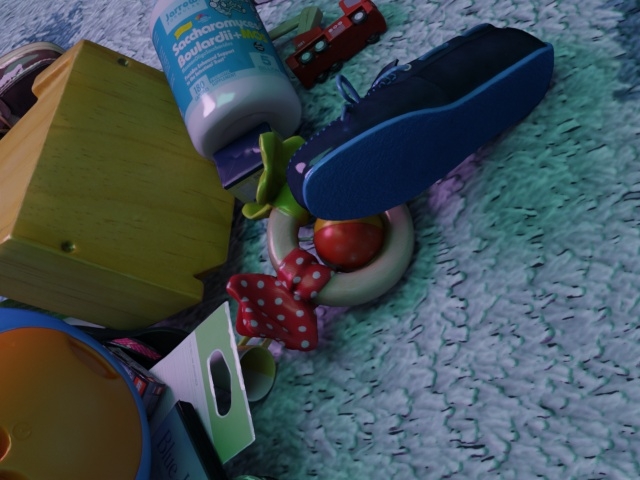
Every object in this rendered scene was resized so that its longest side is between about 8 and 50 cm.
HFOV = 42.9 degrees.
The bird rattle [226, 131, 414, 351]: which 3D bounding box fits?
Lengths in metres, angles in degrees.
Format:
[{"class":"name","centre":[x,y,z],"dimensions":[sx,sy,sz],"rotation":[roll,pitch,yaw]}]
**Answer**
[{"class":"bird rattle","centre":[0.000,0.000,0.895],"dimensions":[0.207,0.143,0.253],"rotation":[-5,55,3]}]

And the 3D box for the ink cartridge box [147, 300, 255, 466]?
[{"class":"ink cartridge box","centre":[-0.143,0.200,0.880],"dimensions":[0.235,0.056,0.171],"rotation":[-39,47,26]}]

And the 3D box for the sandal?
[{"class":"sandal","centre":[-0.228,0.136,0.967],"dimensions":[0.179,0.067,0.040],"rotation":[3,29,0]}]

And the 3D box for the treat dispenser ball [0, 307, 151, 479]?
[{"class":"treat dispenser ball","centre":[-0.302,0.206,0.752],"dimensions":[0.288,0.288,0.288],"rotation":[-16,56,25]}]

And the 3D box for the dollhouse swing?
[{"class":"dollhouse swing","centre":[-0.319,-0.026,1.090],"dimensions":[0.305,0.315,0.346],"rotation":[-49,29,42]}]

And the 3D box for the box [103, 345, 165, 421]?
[{"class":"box","centre":[-0.235,0.199,0.907],"dimensions":[0.094,0.027,0.137],"rotation":[25,92,37]}]

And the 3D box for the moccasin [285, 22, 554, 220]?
[{"class":"moccasin","centre":[0.098,-0.131,0.878],"dimensions":[0.342,0.137,0.117],"rotation":[-28,52,-25]}]

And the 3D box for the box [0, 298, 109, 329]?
[{"class":"box","centre":[-0.351,0.201,1.052],"dimensions":[0.232,0.058,0.322],"rotation":[-19,56,22]}]

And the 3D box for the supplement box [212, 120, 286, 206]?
[{"class":"supplement box","centre":[-0.074,-0.090,1.022],"dimensions":[0.083,0.083,0.056],"rotation":[-30,58,15]}]

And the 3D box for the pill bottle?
[{"class":"pill bottle","centre":[-0.135,-0.241,1.065],"dimensions":[0.146,0.146,0.264],"rotation":[-31,66,14]}]

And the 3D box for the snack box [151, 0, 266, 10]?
[{"class":"snack box","centre":[-0.107,-0.455,1.278],"dimensions":[0.322,0.060,0.187],"rotation":[-9,59,29]}]

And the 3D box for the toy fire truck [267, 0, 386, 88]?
[{"class":"toy fire truck","centre":[-0.015,-0.281,1.125],"dimensions":[0.192,0.047,0.135],"rotation":[-36,49,9]}]

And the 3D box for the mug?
[{"class":"mug","centre":[-0.089,0.144,0.924],"dimensions":[0.064,0.078,0.062],"rotation":[1,107,43]}]

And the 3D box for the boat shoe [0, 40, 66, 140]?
[{"class":"boat shoe","centre":[-0.542,-0.188,1.373],"dimensions":[0.342,0.123,0.123],"rotation":[-38,63,8]}]

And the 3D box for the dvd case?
[{"class":"dvd case","centre":[-0.170,0.311,0.804],"dimensions":[0.253,0.022,0.180],"rotation":[-54,42,14]}]

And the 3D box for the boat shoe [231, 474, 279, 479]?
[{"class":"boat shoe","centre":[-0.088,0.341,0.791],"dimensions":[0.081,0.069,0.227],"rotation":[19,83,23]}]
